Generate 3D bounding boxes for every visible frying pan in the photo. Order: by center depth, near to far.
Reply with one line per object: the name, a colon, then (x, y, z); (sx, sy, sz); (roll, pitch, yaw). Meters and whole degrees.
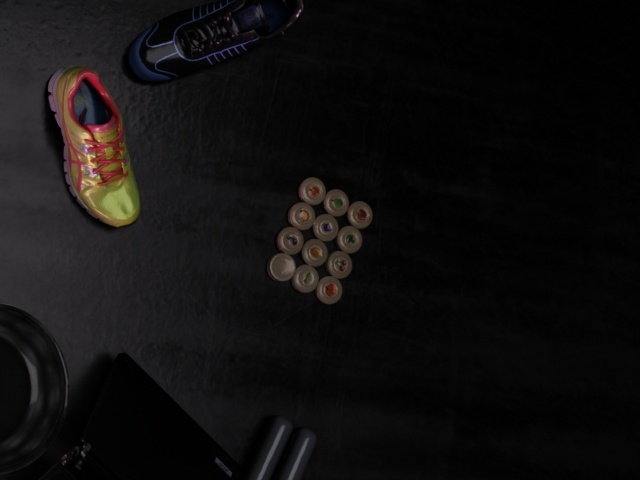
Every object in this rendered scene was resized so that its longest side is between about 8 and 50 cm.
frying pan: (-0.423, 0.198, 1.654); (0.326, 0.053, 0.197); (-33, 104, -39)

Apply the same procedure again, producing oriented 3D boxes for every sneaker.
sneaker: (-0.267, -0.114, 1.765); (0.081, 0.094, 0.208); (-25, 97, -25)
sneaker: (-0.127, -0.266, 1.841); (0.232, 0.090, 0.081); (-26, 96, -24)

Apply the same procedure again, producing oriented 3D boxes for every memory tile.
memory tile: (0.000, 0.000, 1.918); (0.113, 0.012, 0.148); (27, 76, -19)

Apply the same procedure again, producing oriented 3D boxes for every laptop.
laptop: (-0.245, 0.314, 1.740); (0.264, 0.136, 0.234); (-43, 113, -3)

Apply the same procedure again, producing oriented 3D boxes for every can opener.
can opener: (-0.079, 0.352, 1.816); (0.074, 0.093, 0.280); (30, 70, -18)
